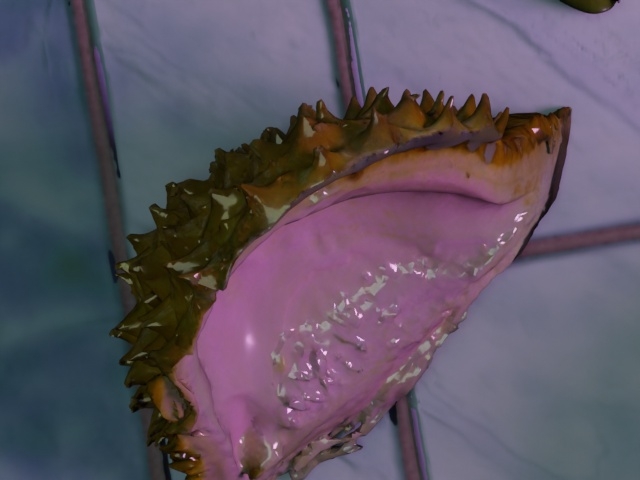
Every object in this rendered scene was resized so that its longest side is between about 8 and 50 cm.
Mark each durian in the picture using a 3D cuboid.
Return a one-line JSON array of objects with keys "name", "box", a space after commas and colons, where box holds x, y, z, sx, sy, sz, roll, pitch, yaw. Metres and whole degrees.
[{"name": "durian", "box": [-0.011, 0.007, 0.904, 0.305, 0.195, 0.185, -39, 78, 13]}]

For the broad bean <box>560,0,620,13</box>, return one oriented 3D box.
[{"name": "broad bean", "box": [0.094, -0.204, 0.942, 0.061, 0.046, 0.195, -27, 84, 0]}]
